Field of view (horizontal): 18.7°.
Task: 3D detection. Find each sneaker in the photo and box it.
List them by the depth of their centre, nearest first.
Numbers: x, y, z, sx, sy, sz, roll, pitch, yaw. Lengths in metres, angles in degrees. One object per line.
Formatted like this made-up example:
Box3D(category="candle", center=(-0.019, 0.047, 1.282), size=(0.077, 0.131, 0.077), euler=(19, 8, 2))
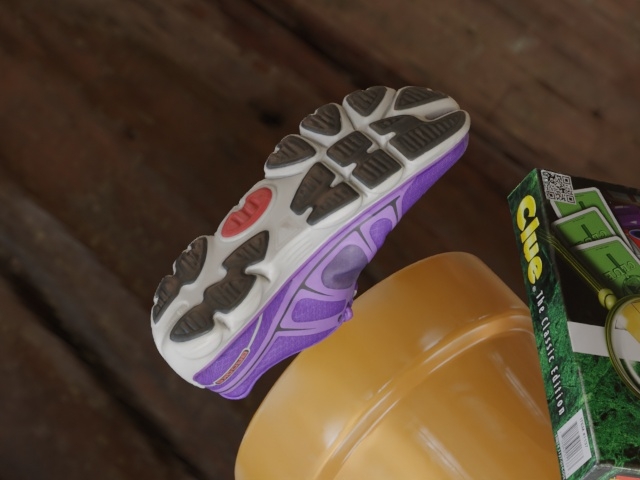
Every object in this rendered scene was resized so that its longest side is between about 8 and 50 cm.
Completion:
Box3D(category="sneaker", center=(0.000, 0.000, 0.856), size=(0.071, 0.170, 0.068), euler=(48, 179, -43))

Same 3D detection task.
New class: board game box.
Box3D(category="board game box", center=(0.203, 0.052, 0.792), size=(0.259, 0.030, 0.136), euler=(9, -124, -25))

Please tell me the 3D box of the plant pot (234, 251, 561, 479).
Box3D(category="plant pot", center=(0.086, 0.143, 1.147), size=(0.188, 0.205, 0.205), euler=(44, -173, 24))
